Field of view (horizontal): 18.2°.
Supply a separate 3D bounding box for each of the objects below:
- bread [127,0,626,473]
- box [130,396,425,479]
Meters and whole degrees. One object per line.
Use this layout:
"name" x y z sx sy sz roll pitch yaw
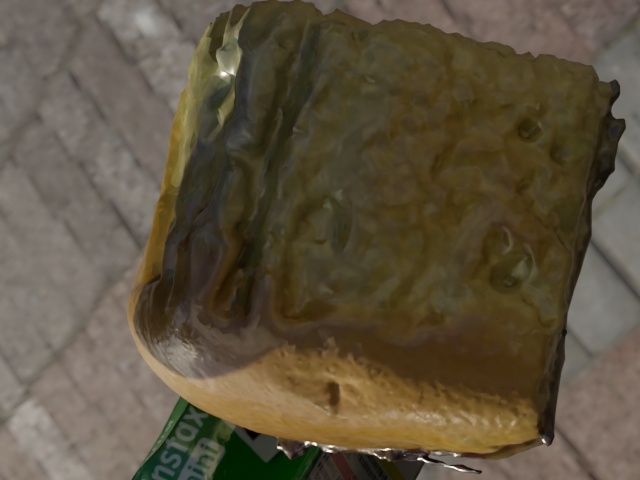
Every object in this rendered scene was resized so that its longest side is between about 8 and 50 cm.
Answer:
"bread" 0.000 0.000 0.923 0.262 0.162 0.204 3 81 48
"box" -0.006 0.106 1.214 0.103 0.250 0.180 23 160 26
